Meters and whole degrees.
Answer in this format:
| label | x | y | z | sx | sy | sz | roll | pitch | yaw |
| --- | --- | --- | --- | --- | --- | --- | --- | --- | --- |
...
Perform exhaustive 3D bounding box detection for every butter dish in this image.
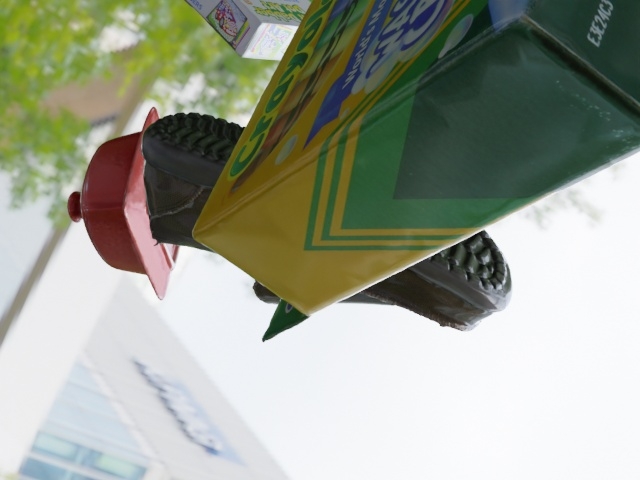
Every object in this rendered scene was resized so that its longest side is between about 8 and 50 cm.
| label | x | y | z | sx | sy | sz | roll | pitch | yaw |
| --- | --- | --- | --- | --- | --- | --- | --- | --- | --- |
| butter dish | -0.215 | -0.038 | 1.615 | 0.118 | 0.160 | 0.160 | -1 | -131 | 14 |

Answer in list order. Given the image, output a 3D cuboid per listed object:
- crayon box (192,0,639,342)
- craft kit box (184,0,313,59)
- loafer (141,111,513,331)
| label | x | y | z | sx | sy | sz | roll | pitch | yaw |
| --- | --- | --- | --- | --- | --- | --- | --- | --- | --- |
| crayon box | 0.055 | -0.089 | 0.718 | 0.323 | 0.083 | 0.203 | -31 | -152 | 54 |
| craft kit box | -0.084 | -0.309 | 1.833 | 0.247 | 0.250 | 0.061 | 48 | -62 | 23 |
| loafer | 0.000 | 0.000 | 1.379 | 0.365 | 0.134 | 0.130 | 24 | -62 | 12 |
